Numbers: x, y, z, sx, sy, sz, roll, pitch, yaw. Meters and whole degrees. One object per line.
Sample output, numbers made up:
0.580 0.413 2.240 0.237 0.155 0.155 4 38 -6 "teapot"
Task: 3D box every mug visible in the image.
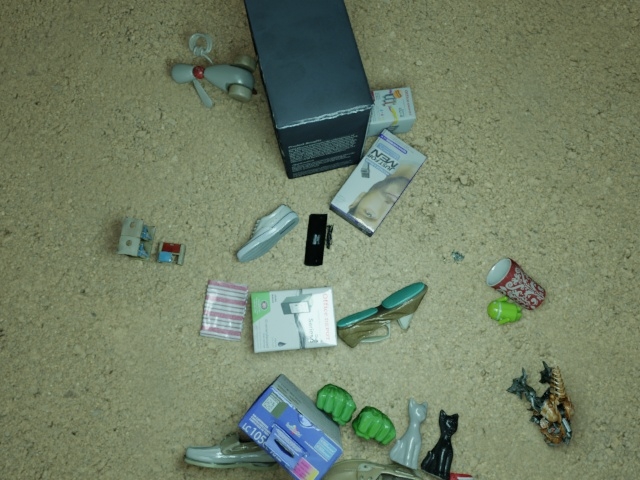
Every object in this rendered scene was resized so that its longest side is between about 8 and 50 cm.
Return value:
0.681 0.140 1.647 0.169 0.113 0.150 35 71 -7 "mug"

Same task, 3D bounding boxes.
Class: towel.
-0.331 0.240 1.654 0.144 0.029 0.196 8 80 1 "towel"

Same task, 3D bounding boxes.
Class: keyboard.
0.000 0.000 1.711 0.100 0.038 0.191 2 80 23 "keyboard"

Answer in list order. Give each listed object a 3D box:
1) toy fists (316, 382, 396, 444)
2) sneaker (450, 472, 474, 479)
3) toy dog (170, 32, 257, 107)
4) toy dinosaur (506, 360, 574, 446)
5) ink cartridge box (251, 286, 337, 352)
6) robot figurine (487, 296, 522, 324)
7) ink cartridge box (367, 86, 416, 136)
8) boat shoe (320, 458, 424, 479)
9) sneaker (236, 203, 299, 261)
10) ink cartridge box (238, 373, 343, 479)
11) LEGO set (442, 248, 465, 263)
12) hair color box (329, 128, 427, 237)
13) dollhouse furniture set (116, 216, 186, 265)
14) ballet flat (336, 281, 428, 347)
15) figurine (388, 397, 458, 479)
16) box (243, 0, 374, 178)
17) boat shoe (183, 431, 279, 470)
0.111 0.560 1.547 0.279 0.142 0.096 30 80 5 "toy fists"
0.408 0.828 1.545 0.221 0.087 0.128 -21 72 -17 "sneaker"
-0.362 -0.591 1.768 0.334 0.161 0.220 32 89 18 "toy dog"
0.737 0.511 1.524 0.165 0.218 0.321 3 121 -16 "toy dinosaur"
-0.086 0.264 1.611 0.273 0.115 0.198 -5 80 -2 "ink cartridge box"
0.629 0.244 1.653 0.115 0.067 0.101 10 52 1 "robot figurine"
0.241 -0.464 1.746 0.176 0.127 0.128 -8 79 -4 "ink cartridge box"
0.163 0.767 1.525 0.342 0.110 0.121 -3 80 -2 "boat shoe"
-0.196 -0.026 1.686 0.258 0.094 0.091 -38 64 -12 "sneaker"
-0.082 0.550 1.416 0.270 0.395 0.151 40 81 6 "ink cartridge box"
0.476 0.061 1.706 0.083 0.023 0.054 -29 82 -6 "LEGO set"
0.203 -0.202 1.709 0.185 0.110 0.338 35 82 4 "hair color box"
-0.567 0.004 1.642 0.184 0.129 0.128 7 79 1 "dollhouse furniture set"
0.223 0.265 1.630 0.343 0.116 0.124 -27 101 -5 "ballet flat"
0.343 0.632 1.548 0.215 0.092 0.209 27 71 -19 "figurine"
-0.040 -0.516 1.576 0.298 0.472 0.479 -14 80 -4 "box"
-0.279 0.668 1.542 0.303 0.113 0.103 7 78 -11 "boat shoe"
